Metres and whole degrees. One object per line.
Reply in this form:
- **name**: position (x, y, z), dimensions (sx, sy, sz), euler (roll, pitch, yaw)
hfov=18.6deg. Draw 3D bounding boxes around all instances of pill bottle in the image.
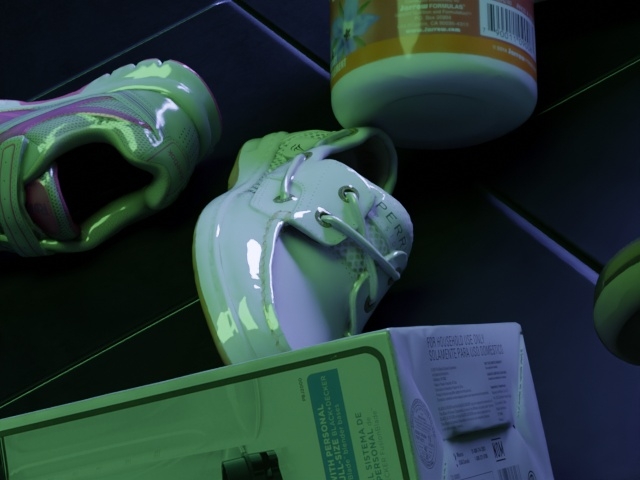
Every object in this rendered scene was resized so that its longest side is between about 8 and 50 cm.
- **pill bottle**: position (0.065, -0.172, 1.164), dimensions (0.121, 0.121, 0.216), euler (-11, 68, 28)

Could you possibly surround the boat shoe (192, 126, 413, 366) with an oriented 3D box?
- **boat shoe**: position (0.000, 0.000, 1.031), dimensions (0.096, 0.098, 0.277), euler (-20, 24, 13)

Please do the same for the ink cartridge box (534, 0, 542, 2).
- **ink cartridge box**: position (0.130, -0.259, 1.283), dimensions (0.273, 0.198, 0.115), euler (-11, 13, 29)

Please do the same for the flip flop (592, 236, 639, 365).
- **flip flop**: position (0.244, 0.018, 0.780), dimensions (0.277, 0.112, 0.080), euler (-14, 53, 18)

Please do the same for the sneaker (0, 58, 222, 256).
- **sneaker**: position (-0.192, -0.040, 1.286), dimensions (0.252, 0.103, 0.111), euler (-20, 23, 13)

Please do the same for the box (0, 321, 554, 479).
- **box**: position (-0.066, 0.107, 0.806), dimensions (0.290, 0.087, 0.169), euler (-15, -7, 23)
